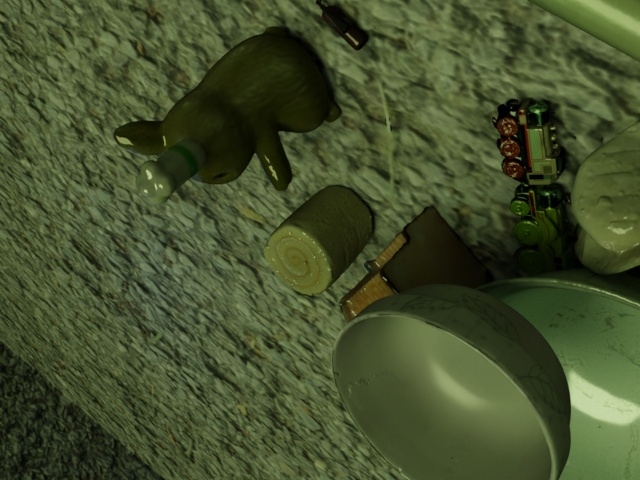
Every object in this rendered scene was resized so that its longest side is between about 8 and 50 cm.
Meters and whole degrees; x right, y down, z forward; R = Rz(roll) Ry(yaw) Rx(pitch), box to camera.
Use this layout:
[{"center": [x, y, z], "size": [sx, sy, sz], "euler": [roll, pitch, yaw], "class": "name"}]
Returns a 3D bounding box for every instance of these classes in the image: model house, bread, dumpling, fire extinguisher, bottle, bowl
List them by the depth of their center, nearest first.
[{"center": [0.309, -0.244, 0.712], "size": [0.201, 0.072, 0.072], "euler": [36, 139, 16], "class": "bottle"}, {"center": [0.359, -0.044, 0.762], "size": [0.150, 0.176, 0.092], "euler": [42, 172, 48], "class": "dumpling"}, {"center": [0.165, 0.166, 0.804], "size": [0.286, 0.143, 0.287], "euler": [25, 135, 28], "class": "bowl"}, {"center": [0.375, 0.183, 0.885], "size": [0.434, 0.196, 0.435], "euler": [26, 135, 29], "class": "bowl"}, {"center": [0.021, -0.309, 0.958], "size": [0.100, 0.046, 0.032], "euler": [45, 128, 5], "class": "fire extinguisher"}, {"center": [0.130, 0.081, 1.050], "size": [0.166, 0.183, 0.172], "euler": [51, 139, 2], "class": "model house"}, {"center": [0.000, 0.000, 1.147], "size": [0.134, 0.141, 0.148], "euler": [52, 143, -8], "class": "bread"}]

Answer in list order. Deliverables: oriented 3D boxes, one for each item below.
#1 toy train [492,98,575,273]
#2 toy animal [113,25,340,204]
[{"center": [0.283, -0.067, 0.894], "size": [0.085, 0.053, 0.250], "euler": [0, 120, 34], "class": "toy train"}, {"center": [-0.142, -0.157, 1.009], "size": [0.181, 0.363, 0.180], "euler": [22, 148, 36], "class": "toy animal"}]
